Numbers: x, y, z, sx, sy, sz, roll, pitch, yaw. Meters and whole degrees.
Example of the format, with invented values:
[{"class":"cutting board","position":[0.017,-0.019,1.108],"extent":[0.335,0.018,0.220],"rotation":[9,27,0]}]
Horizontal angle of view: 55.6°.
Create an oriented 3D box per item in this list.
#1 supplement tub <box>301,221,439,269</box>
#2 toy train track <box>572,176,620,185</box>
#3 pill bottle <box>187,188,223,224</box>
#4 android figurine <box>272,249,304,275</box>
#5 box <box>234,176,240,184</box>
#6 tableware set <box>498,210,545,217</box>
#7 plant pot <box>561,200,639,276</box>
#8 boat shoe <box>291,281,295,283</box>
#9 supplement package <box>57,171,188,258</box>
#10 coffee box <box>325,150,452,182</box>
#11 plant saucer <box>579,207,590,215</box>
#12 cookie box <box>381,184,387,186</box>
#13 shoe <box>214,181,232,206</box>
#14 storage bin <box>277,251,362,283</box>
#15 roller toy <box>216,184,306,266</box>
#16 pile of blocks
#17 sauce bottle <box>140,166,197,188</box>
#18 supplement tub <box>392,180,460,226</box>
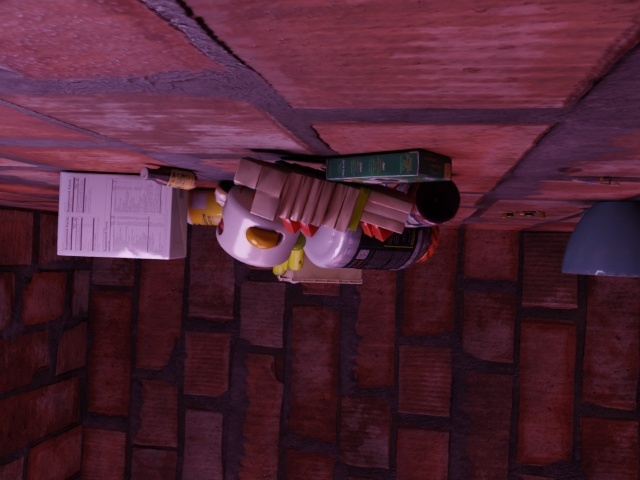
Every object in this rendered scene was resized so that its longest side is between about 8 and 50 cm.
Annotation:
[{"class":"supplement tub","position":[0.135,-0.027,1.579],"extent":[0.337,0.207,0.207],"rotation":[4,178,-35]},{"class":"toy train track","position":[0.525,-0.115,1.156],"extent":[0.083,0.014,0.048],"rotation":[8,-172,16]},{"class":"pill bottle","position":[-0.329,-0.095,1.732],"extent":[0.184,0.103,0.103],"rotation":[2,179,9]},{"class":"android figurine","position":[-0.133,-0.027,1.693],"extent":[0.248,0.273,0.056],"rotation":[40,-128,24]},{"class":"box","position":[-0.072,-0.132,1.343],"extent":[0.164,0.021,0.201],"rotation":[3,179,-36]},{"class":"tableware set","position":[0.697,-0.086,2.096],"extent":[0.154,0.024,0.104],"rotation":[1,179,40]},{"class":"plant pot","position":[0.804,-0.003,1.627],"extent":[0.290,0.196,0.290],"rotation":[2,179,0]},{"class":"boat shoe","position":[-0.031,-0.009,2.008],"extent":[0.119,0.335,0.121],"rotation":[-16,131,36]},{"class":"supplement package","position":[-0.478,-0.058,1.499],"extent":[0.262,0.198,0.199],"rotation":[2,180,-1]},{"class":"coffee box","position":[0.114,-0.119,1.017],"extent":[0.184,0.041,0.113],"rotation":[2,-179,42]},{"class":"plant saucer","position":[0.848,-0.085,1.836],"extent":[0.119,0.021,0.119],"rotation":[2,178,0]},{"class":"cookie box","position":[0.101,-0.108,1.338],"extent":[0.091,0.040,0.107],"rotation":[-10,179,4]},{"class":"shoe","position":[-0.225,-0.104,1.562],"extent":[0.076,0.058,0.219],"rotation":[34,-175,6]},{"class":"storage bin","position":[0.000,0.000,1.867],"extent":[0.260,0.262,0.123],"rotation":[3,178,-11]},{"class":"roller toy","position":[-0.141,-0.045,1.427],"extent":[0.191,0.146,0.209],"rotation":[36,-149,22]},{"class":"pile of blocks","position":[0.001,-0.065,1.110],"extent":[0.362,0.113,0.149],"rotation":[11,-163,-28]},{"class":"sauce bottle","position":[-0.319,-0.133,1.279],"extent":[0.042,0.042,0.128],"rotation":[2,-179,39]},{"class":"supplement tub","position":[0.205,-0.080,1.275],"extent":[0.106,0.106,0.198],"rotation":[3,180,-15]}]
